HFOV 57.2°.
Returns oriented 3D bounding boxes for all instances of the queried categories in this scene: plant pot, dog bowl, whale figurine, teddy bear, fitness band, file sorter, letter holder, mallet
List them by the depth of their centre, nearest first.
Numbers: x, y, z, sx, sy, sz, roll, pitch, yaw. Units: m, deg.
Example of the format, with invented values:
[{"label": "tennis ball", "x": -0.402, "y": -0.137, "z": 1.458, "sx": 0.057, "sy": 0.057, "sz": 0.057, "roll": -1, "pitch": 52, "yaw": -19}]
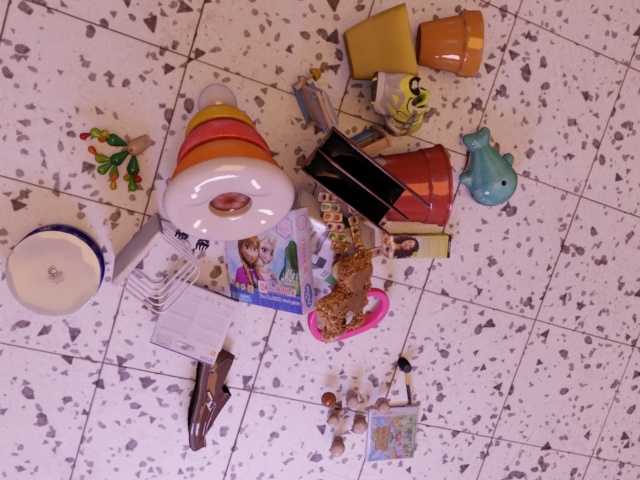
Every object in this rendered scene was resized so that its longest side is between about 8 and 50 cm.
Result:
[{"label": "letter holder", "x": 0.125, "y": -0.148, "z": 1.611, "sx": 0.302, "sy": 0.214, "sz": 0.152, "roll": 35, "pitch": 98, "yaw": -24}, {"label": "file sorter", "x": -0.483, "y": 0.066, "z": 1.737, "sx": 0.193, "sy": 0.277, "sz": 0.173, "roll": -47, "pitch": 112, "yaw": -2}, {"label": "dog bowl", "x": -0.785, "y": 0.088, "z": 1.749, "sx": 0.265, "sy": 0.104, "sz": 0.265, "roll": -3, "pitch": 102, "yaw": -14}, {"label": "teddy bear", "x": 0.072, "y": 0.171, "z": 1.798, "sx": 0.245, "sy": 0.113, "sz": 0.338, "roll": -36, "pitch": 145, "yaw": -21}, {"label": "plant pot", "x": 0.176, "y": -0.592, "z": 1.820, "sx": 0.187, "sy": 0.212, "sz": 0.212, "roll": -14, "pitch": 104, "yaw": 2}, {"label": "plant pot", "x": 0.407, "y": -0.628, "z": 1.880, "sx": 0.188, "sy": 0.205, "sz": 0.205, "roll": 1, "pitch": 101, "yaw": 2}, {"label": "plant pot", "x": 0.260, "y": -0.172, "z": 1.901, "sx": 0.265, "sy": 0.272, "sz": 0.272, "roll": -3, "pitch": 102, "yaw": -5}, {"label": "fitness band", "x": 0.098, "y": 0.248, "z": 1.994, "sx": 0.291, "sy": 0.054, "sz": 0.209, "roll": -17, "pitch": 131, "yaw": -11}, {"label": "whale figurine", "x": 0.581, "y": -0.249, "z": 2.017, "sx": 0.216, "sy": 0.141, "sz": 0.272, "roll": -22, "pitch": 105, "yaw": -9}, {"label": "mallet", "x": 0.321, "y": 0.522, "z": 2.145, "sx": 0.039, "sy": 0.062, "sz": 0.190, "roll": -15, "pitch": 105, "yaw": -10}]

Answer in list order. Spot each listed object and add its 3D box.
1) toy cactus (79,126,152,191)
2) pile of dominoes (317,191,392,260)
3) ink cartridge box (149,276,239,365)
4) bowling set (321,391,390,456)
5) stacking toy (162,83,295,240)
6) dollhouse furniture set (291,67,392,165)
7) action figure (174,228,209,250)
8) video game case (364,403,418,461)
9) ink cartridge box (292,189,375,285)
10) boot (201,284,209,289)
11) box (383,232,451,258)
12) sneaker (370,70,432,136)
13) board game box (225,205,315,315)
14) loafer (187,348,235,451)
[{"label": "toy cactus", "x": -0.588, "y": -0.258, "z": 1.742, "sx": 0.180, "sy": 0.112, "sz": 0.219, "roll": -37, "pitch": 99, "yaw": -15}, {"label": "pile of dominoes", "x": 0.111, "y": -0.052, "z": 1.770, "sx": 0.196, "sy": 0.040, "sz": 0.251, "roll": -16, "pitch": 105, "yaw": -10}, {"label": "ink cartridge box", "x": -0.400, "y": 0.256, "z": 1.866, "sx": 0.223, "sy": 0.045, "sz": 0.224, "roll": 22, "pitch": 91, "yaw": -4}, {"label": "bowling set", "x": 0.094, "y": 0.599, "z": 2.080, "sx": 0.287, "sy": 0.154, "sz": 0.200, "roll": -39, "pitch": 84, "yaw": -3}, {"label": "stacking toy", "x": -0.276, "y": -0.271, "z": 1.663, "sx": 0.350, "sy": 0.350, "sz": 0.480, "roll": -4, "pitch": 59, "yaw": -14}, {"label": "dollhouse furniture set", "x": 0.082, "y": -0.382, "z": 1.785, "sx": 0.198, "sy": 0.286, "sz": 0.303, "roll": -28, "pitch": 117, "yaw": -8}, {"label": "action figure", "x": -0.376, "y": -0.114, "z": 1.788, "sx": 0.164, "sy": 0.141, "sz": 0.276, "roll": 25, "pitch": 53, "yaw": -29}, {"label": "video game case", "x": 0.266, "y": 0.719, "z": 2.190, "sx": 0.193, "sy": 0.023, "sz": 0.212, "roll": 1, "pitch": 101, "yaw": -15}, {"label": "ink cartridge box", "x": 0.000, "y": 0.000, "z": 1.883, "sx": 0.289, "sy": 0.121, "sz": 0.211, "roll": 27, "pitch": 127, "yaw": -18}, {"label": "boot", "x": -0.408, "y": 0.207, "z": 1.907, "sx": 0.114, "sy": 0.037, "sz": 0.106, "roll": -19, "pitch": 99, "yaw": -10}, {"label": "box", "x": 0.340, "y": 0.019, "z": 2.052, "sx": 0.232, "sy": 0.058, "sz": 0.087, "roll": -2, "pitch": 101, "yaw": -15}, {"label": "sneaker", "x": 0.272, "y": -0.405, "z": 1.801, "sx": 0.147, "sy": 0.384, "sz": 0.145, "roll": 6, "pitch": 89, "yaw": 23}, {"label": "board game box", "x": -0.164, "y": 0.049, "z": 1.805, "sx": 0.066, "sy": 0.318, "sz": 0.318, "roll": -18, "pitch": 108, "yaw": -48}, {"label": "loafer", "x": -0.357, "y": 0.525, "z": 1.932, "sx": 0.130, "sy": 0.134, "sz": 0.366, "roll": 10, "pitch": 98, "yaw": -16}]
